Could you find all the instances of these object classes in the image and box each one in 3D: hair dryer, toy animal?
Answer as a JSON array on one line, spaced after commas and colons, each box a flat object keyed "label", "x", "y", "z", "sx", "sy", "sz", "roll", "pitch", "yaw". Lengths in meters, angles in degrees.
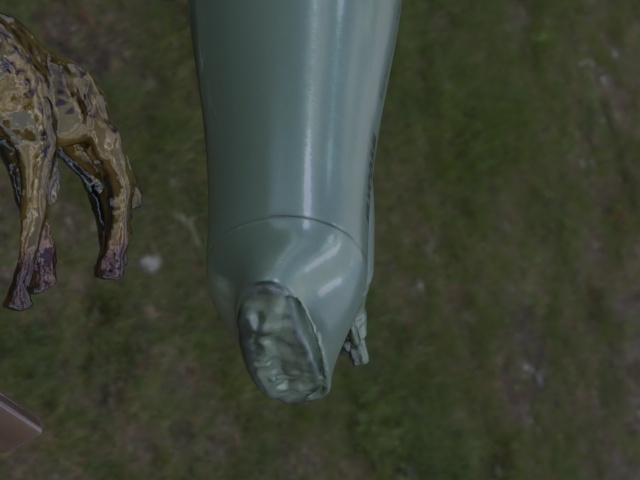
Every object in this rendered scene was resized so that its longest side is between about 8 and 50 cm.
[{"label": "hair dryer", "x": 0.000, "y": 0.000, "z": 0.572, "sx": 0.237, "sy": 0.075, "sz": 0.206, "roll": 78, "pitch": 10, "yaw": -55}, {"label": "toy animal", "x": -0.180, "y": -0.076, "z": 0.869, "sx": 0.149, "sy": 0.054, "sz": 0.276, "roll": -53, "pitch": 133, "yaw": -40}]

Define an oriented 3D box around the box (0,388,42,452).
[{"label": "box", "x": -0.290, "y": 0.148, "z": 1.344, "sx": 0.115, "sy": 0.048, "sz": 0.025, "roll": 47, "pitch": 15, "yaw": -53}]
